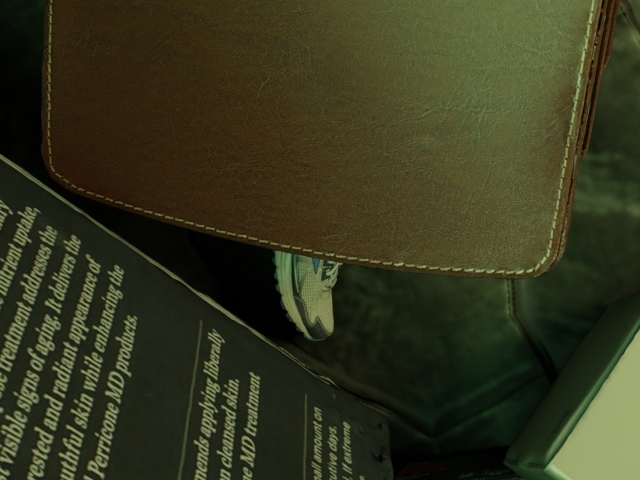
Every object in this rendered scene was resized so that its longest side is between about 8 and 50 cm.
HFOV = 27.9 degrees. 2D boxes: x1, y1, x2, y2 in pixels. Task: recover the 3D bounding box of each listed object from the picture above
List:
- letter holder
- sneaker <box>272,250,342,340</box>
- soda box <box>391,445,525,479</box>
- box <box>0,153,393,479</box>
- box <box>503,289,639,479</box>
[{"bbox_3d":[0.010,-0.112,0.741,0.301,0.152,0.214,11,110,13],"label":"letter holder"},{"bbox_3d":[0.000,0.000,0.828,0.058,0.052,0.135,-5,104,13],"label":"sneaker"},{"bbox_3d":[0.070,0.179,0.856,0.168,0.053,0.060,-10,103,19],"label":"soda box"},{"bbox_3d":[-0.287,0.195,0.661,0.471,0.297,0.480,37,115,-18],"label":"box"},{"bbox_3d":[0.240,0.142,0.727,0.232,0.148,0.127,35,83,4],"label":"box"}]
